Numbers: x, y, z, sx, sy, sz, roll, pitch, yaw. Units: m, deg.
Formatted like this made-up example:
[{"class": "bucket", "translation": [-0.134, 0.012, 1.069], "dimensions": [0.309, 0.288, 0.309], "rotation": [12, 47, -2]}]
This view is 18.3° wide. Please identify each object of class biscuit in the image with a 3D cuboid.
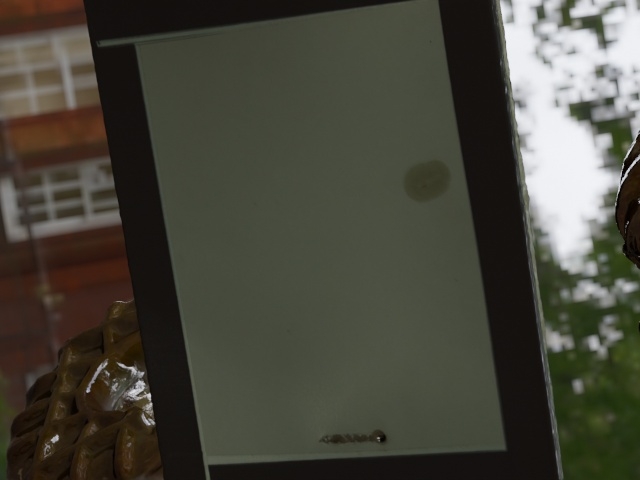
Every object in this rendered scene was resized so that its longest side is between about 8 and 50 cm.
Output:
[{"class": "biscuit", "translation": [-0.196, 0.174, 2.044], "dimensions": [0.115, 0.268, 0.366], "rotation": [57, 24, -25]}]

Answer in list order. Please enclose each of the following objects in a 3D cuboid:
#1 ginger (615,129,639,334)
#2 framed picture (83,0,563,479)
[{"class": "ginger", "translation": [0.168, 0.000, 0.879], "dimensions": [0.103, 0.073, 0.162], "rotation": [60, 32, -14]}, {"class": "framed picture", "translation": [0.000, 0.000, 1.214], "dimensions": [0.016, 0.265, 0.347], "rotation": [-32, 114, -69]}]
